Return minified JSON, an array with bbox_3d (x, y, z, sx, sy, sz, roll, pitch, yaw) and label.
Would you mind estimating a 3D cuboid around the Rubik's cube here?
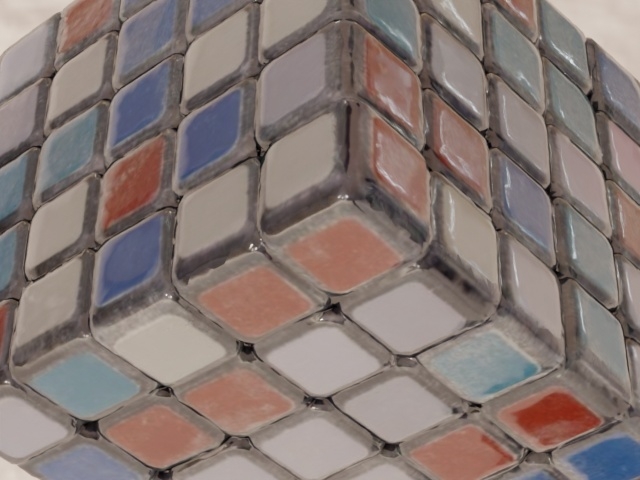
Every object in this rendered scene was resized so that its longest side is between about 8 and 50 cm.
[{"bbox_3d":[0.000,0.000,1.099,0.293,0.292,0.287,-28,42,29],"label":"Rubik's cube"}]
